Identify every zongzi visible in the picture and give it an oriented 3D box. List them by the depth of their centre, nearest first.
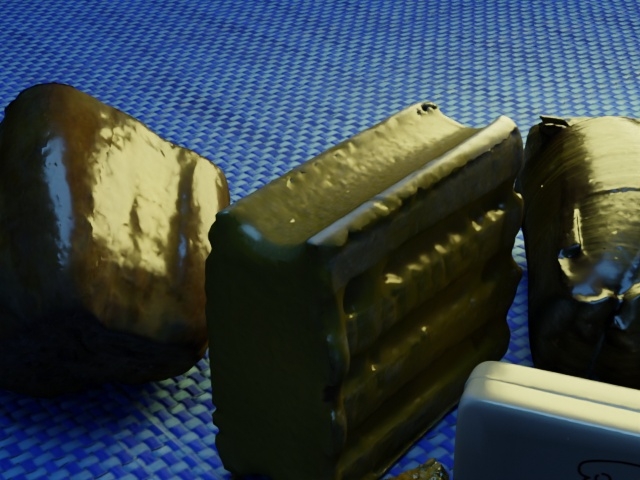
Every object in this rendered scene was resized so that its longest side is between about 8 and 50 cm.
[{"bbox_3d":[0.425,0.035,1.269,0.432,0.207,0.403,10,33,1],"label":"zongzi"}]

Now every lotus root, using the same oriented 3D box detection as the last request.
[{"bbox_3d":[-0.245,0.044,1.233,0.316,0.316,0.250,-4,48,-5],"label":"lotus root"}]

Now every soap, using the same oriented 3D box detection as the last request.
[{"bbox_3d":[0.051,0.056,1.127,0.156,0.293,0.335,18,35,35],"label":"soap"}]

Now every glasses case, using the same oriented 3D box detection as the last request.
[{"bbox_3d":[0.271,0.199,1.026,0.313,0.131,0.070,11,31,19],"label":"glasses case"}]

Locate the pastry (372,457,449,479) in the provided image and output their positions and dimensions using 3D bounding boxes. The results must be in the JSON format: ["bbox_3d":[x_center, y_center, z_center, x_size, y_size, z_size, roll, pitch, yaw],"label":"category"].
[{"bbox_3d":[0.079,0.246,1.024,0.080,0.056,0.140,-12,32,4],"label":"pastry"}]
